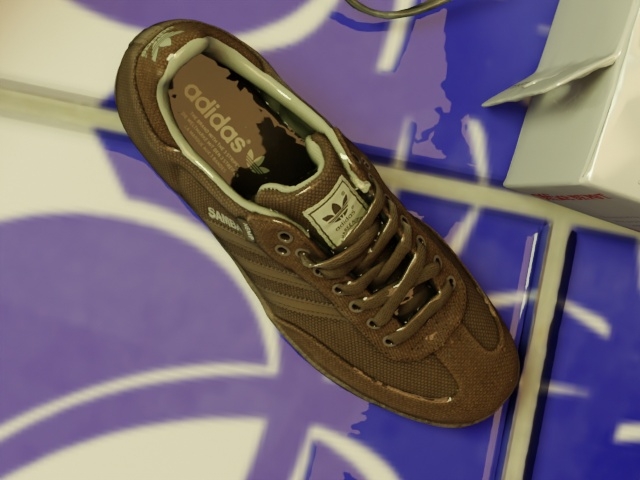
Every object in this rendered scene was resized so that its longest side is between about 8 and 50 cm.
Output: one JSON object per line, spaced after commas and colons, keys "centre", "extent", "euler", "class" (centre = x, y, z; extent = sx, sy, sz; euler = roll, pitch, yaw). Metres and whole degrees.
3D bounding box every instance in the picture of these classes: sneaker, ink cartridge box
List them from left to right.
{"centre": [0.000, 0.000, 0.510], "extent": [0.188, 0.071, 0.066], "euler": [43, 84, -8], "class": "sneaker"}
{"centre": [0.138, -0.046, 0.523], "extent": [0.143, 0.092, 0.090], "euler": [18, 88, -10], "class": "ink cartridge box"}

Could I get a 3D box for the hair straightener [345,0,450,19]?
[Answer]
{"centre": [-0.029, -0.144, 0.526], "extent": [0.230, 0.047, 0.089], "euler": [24, 109, -15], "class": "hair straightener"}
